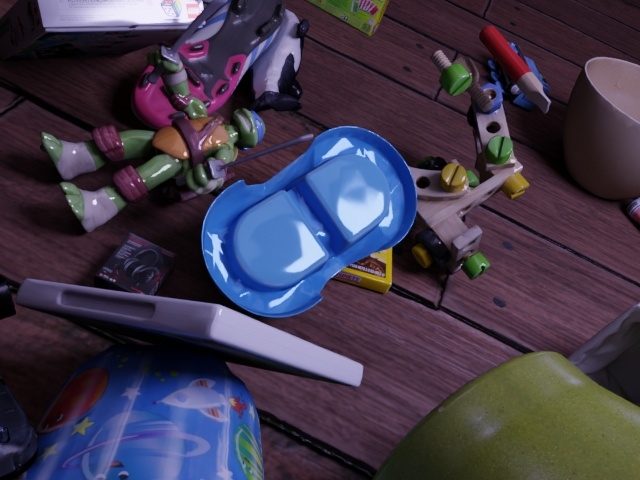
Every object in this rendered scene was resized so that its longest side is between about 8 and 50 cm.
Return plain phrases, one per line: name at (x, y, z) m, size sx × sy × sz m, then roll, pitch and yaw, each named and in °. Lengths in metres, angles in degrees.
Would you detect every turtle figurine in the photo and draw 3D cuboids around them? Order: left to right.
turtle figurine at (-0.191, -0.139, 0.694) m, size 0.266 × 0.274 × 0.198 m, roll -26°, pitch 97°, yaw -15°

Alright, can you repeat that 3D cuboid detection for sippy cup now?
sippy cup at (-0.135, 0.206, 0.421) m, size 0.305 × 0.240 × 0.224 m, roll 43°, pitch 26°, yaw -27°

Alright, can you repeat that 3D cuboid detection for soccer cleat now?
soccer cleat at (-0.177, -0.281, 0.936) m, size 0.116 × 0.143 × 0.331 m, roll 45°, pitch 65°, yaw -14°

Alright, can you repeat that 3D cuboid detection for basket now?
basket at (0.403, 0.160, 0.730) m, size 0.103 × 0.167 × 0.113 m, roll -8°, pitch 53°, yaw -35°

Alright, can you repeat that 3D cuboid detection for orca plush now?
orca plush at (-0.050, -0.284, 0.987) m, size 0.102 × 0.151 × 0.287 m, roll 41°, pitch 21°, yaw -35°

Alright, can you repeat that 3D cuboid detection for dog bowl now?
dog bowl at (-0.014, -0.021, 0.718) m, size 0.297 × 0.074 × 0.166 m, roll -35°, pitch 90°, yaw -25°

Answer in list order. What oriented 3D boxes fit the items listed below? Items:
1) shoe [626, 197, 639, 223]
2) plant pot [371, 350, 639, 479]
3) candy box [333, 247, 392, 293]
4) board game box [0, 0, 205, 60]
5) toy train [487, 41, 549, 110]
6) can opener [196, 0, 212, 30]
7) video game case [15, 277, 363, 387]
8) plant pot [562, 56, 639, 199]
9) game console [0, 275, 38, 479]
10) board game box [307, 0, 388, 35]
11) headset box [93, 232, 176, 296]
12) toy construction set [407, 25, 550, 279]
shoe at (0.683, -0.044, 1.120) m, size 0.177 × 0.063 × 0.081 m, roll -6°, pitch 53°, yaw -21°
plant pot at (0.219, 0.288, 0.434) m, size 0.366 × 0.367 × 0.353 m, roll -11°, pitch 42°, yaw -32°
candy box at (0.000, 0.000, 0.797) m, size 0.205 × 0.027 × 0.105 m, roll 17°, pitch 43°, yaw -9°
board game box at (-0.310, -0.288, 0.782) m, size 0.192 × 0.053 × 0.305 m, roll -16°, pitch 17°, yaw -34°
toy train at (0.445, -0.376, 1.313) m, size 0.105 × 0.080 × 0.184 m, roll 22°, pitch 41°, yaw -17°
can opener at (-0.283, -0.451, 1.057) m, size 0.283 × 0.076 × 0.095 m, roll 15°, pitch 44°, yaw -9°
video game case at (-0.100, 0.082, 0.499) m, size 0.206 × 0.227 × 0.026 m, roll 3°, pitch 71°, yaw 30°
plant pot at (0.582, -0.191, 1.112) m, size 0.284 × 0.191 × 0.284 m, roll 12°, pitch 44°, yaw -12°
game console at (-0.325, 0.095, 0.425) m, size 0.213 × 0.044 × 0.361 m, roll -21°, pitch 27°, yaw -36°
board game box at (0.056, -0.538, 1.276) m, size 0.181 × 0.092 × 0.043 m, roll 31°, pitch 43°, yaw 6°
headset box at (-0.210, 0.034, 0.668) m, size 0.062 × 0.032 × 0.083 m, roll 26°, pitch 46°, yaw 0°
toy construction set at (0.214, -0.093, 0.803) m, size 0.257 × 0.309 × 0.237 m, roll -16°, pitch 62°, yaw -25°
